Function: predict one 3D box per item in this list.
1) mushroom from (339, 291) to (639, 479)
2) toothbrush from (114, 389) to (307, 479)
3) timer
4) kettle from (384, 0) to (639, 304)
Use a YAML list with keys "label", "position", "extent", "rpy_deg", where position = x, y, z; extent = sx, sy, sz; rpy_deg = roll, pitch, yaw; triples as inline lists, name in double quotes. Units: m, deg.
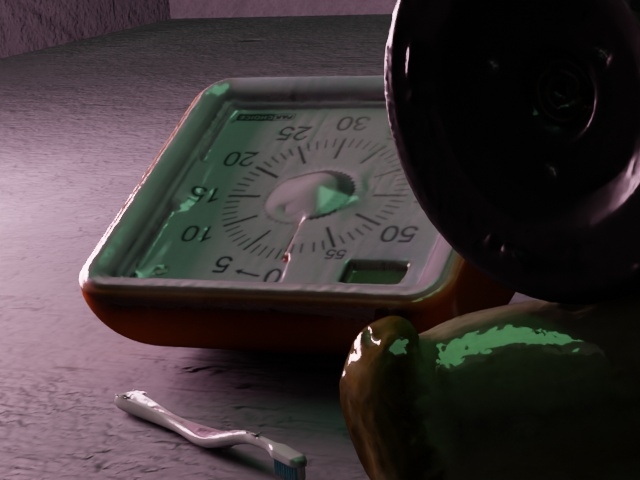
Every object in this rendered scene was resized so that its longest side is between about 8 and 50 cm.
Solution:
- label: "mushroom"
  position: [0.176, 0.077, 0.890]
  extent: [0.333, 0.107, 0.087]
  rpy_deg: [-4, 11, 2]
- label: "toothbrush"
  position: [-0.067, 0.110, 1.026]
  extent: [0.017, 0.022, 0.204]
  rpy_deg: [-8, 12, -34]
- label: "timer"
  position: [0.000, 0.000, 1.195]
  extent: [0.257, 0.161, 0.250]
  rpy_deg: [2, 23, 22]
- label: "kettle"
  position: [0.221, -0.109, 0.911]
  extent: [0.290, 0.207, 0.268]
  rpy_deg: [-15, -18, -42]
